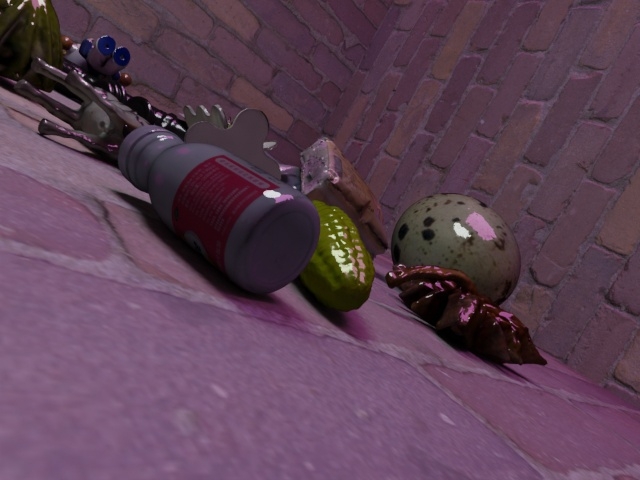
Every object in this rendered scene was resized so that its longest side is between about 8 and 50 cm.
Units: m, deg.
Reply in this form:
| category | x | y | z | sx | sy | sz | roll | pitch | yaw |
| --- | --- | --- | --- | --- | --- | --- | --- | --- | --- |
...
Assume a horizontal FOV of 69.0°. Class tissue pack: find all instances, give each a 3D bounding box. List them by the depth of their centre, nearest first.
| category | x | y | z | sx | sy | sz | roll | pitch | yaw |
| --- | --- | --- | --- | --- | --- | --- | --- | --- | --- |
| tissue pack | 0.059 | -0.095 | 1.108 | 0.257 | 0.122 | 0.215 | 51 | 19 | -31 |

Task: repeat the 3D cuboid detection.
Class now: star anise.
| category | x | y | z | sx | sy | sz | roll | pitch | yaw |
| --- | --- | --- | --- | --- | --- | --- | --- | --- | --- |
| star anise | 0.248 | 0.120 | 0.816 | 0.349 | 0.109 | 0.292 | 29 | -1 | -6 |

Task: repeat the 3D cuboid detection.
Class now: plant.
| category | x | y | z | sx | sy | sz | roll | pitch | yaw |
| --- | --- | --- | --- | --- | --- | --- | --- | --- | --- |
| plant | -0.471 | -0.399 | 0.719 | 0.251 | 0.334 | 0.180 | 43 | 22 | 10 |

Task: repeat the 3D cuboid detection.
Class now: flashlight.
| category | x | y | z | sx | sy | sz | roll | pitch | yaw |
| --- | --- | --- | --- | --- | --- | --- | --- | --- | --- |
| flashlight | -0.508 | -0.344 | 1.230 | 0.423 | 0.103 | 0.103 | 28 | 5 | -15 |

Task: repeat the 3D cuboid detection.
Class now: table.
| category | x | y | z | sx | sy | sz | roll | pitch | yaw |
| --- | --- | --- | --- | --- | --- | --- | --- | --- | --- |
| table | -0.180 | -0.145 | 0.784 | 0.166 | 0.167 | 0.198 | 27 | -3 | -35 |

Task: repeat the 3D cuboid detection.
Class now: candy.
| category | x | y | z | sx | sy | sz | roll | pitch | yaw |
| --- | --- | --- | --- | --- | --- | --- | --- | --- | --- |
| candy | 0.009 | 0.018 | 0.520 | 0.096 | 0.097 | 0.209 | 28 | 11 | -21 |

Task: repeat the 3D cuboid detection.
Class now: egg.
| category | x | y | z | sx | sy | sz | roll | pitch | yaw |
| --- | --- | --- | --- | --- | --- | --- | --- | --- | --- |
| egg | 0.325 | 0.034 | 1.144 | 0.287 | 0.288 | 0.379 | 28 | 20 | -20 |

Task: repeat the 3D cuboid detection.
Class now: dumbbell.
| category | x | y | z | sx | sy | sz | roll | pitch | yaw |
| --- | --- | --- | --- | --- | --- | --- | --- | --- | --- |
| dumbbell | -0.448 | -0.296 | 1.049 | 0.099 | 0.099 | 0.208 | 31 | 4 | 22 |

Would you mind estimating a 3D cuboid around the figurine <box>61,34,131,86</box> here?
| category | x | y | z | sx | sy | sz | roll | pitch | yaw |
| --- | --- | --- | --- | --- | --- | --- | --- | --- | --- |
| figurine | -0.604 | -0.470 | 1.276 | 0.274 | 0.133 | 0.194 | 12 | -13 | 27 |

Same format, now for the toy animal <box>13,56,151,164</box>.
| category | x | y | z | sx | sy | sz | roll | pitch | yaw |
| --- | --- | --- | --- | --- | --- | --- | --- | --- | --- |
| toy animal | -0.316 | -0.176 | 0.634 | 0.169 | 0.090 | 0.255 | 31 | 5 | -37 |

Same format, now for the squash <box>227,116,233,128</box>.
| category | x | y | z | sx | sy | sz | roll | pitch | yaw |
| --- | --- | --- | --- | --- | --- | --- | --- | --- | --- |
| squash | -0.170 | -0.154 | 1.034 | 0.071 | 0.080 | 0.319 | -1 | 51 | -43 |

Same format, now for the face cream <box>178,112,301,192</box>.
| category | x | y | z | sx | sy | sz | roll | pitch | yaw |
| --- | --- | --- | --- | --- | --- | --- | --- | --- | --- |
| face cream | -0.180 | -0.204 | 1.217 | 0.420 | 0.137 | 0.234 | 42 | 20 | 32 |

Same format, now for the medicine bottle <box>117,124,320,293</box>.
| category | x | y | z | sx | sy | sz | roll | pitch | yaw |
| --- | --- | --- | --- | --- | --- | --- | --- | --- | --- |
| medicine bottle | -0.103 | -0.040 | 0.421 | 0.216 | 0.091 | 0.090 | 32 | 5 | 35 |
